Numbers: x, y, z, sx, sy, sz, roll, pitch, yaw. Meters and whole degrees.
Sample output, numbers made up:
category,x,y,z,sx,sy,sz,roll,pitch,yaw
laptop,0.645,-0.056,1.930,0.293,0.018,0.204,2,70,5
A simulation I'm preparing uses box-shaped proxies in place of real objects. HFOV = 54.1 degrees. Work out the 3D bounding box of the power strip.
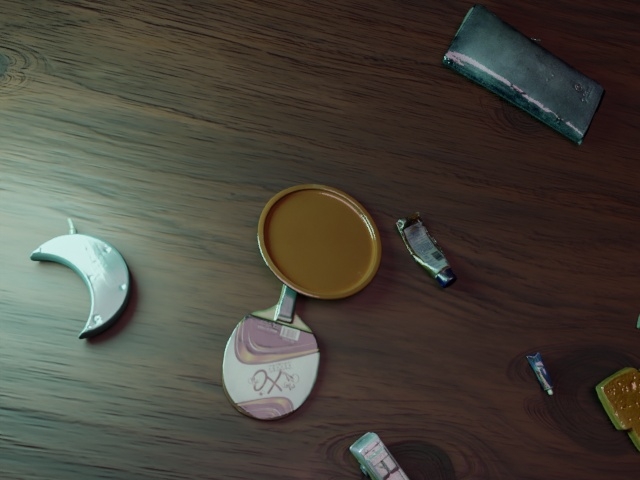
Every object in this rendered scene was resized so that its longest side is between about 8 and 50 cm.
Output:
category,x,y,z,sx,sy,sz,roll,pitch,yaw
power strip,-0.414,0.056,1.106,0.137,0.044,0.216,-30,78,-21

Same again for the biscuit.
category,x,y,z,sx,sy,sz,roll,pitch,yaw
biscuit,0.644,0.326,1.222,0.238,0.041,0.212,20,72,-3

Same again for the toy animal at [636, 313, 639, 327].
category,x,y,z,sx,sy,sz,roll,pitch,yaw
toy animal,0.724,0.097,1.329,0.216,0.041,0.075,-32,80,-16

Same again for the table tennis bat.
category,x,y,z,sx,sy,sz,roll,pitch,yaw
table tennis bat,-0.075,0.175,1.144,0.173,0.022,0.301,18,68,-6

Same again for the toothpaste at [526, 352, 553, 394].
category,x,y,z,sx,sy,sz,roll,pitch,yaw
toothpaste,0.429,0.258,1.215,0.027,0.019,0.083,-22,72,6

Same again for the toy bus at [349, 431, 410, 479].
category,x,y,z,sx,sy,sz,roll,pitch,yaw
toy bus,0.121,0.409,1.065,0.057,0.072,0.172,-34,78,-17

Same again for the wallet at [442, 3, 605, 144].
category,x,y,z,sx,sy,sz,roll,pitch,yaw
wallet,0.479,-0.391,1.464,0.378,0.046,0.191,31,68,1

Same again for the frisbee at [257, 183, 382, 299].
category,x,y,z,sx,sy,sz,roll,pitch,yaw
frisbee,0.000,0.000,1.209,0.250,0.021,0.251,9,59,-15

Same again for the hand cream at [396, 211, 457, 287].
category,x,y,z,sx,sy,sz,roll,pitch,yaw
hand cream,0.215,0.020,1.258,0.062,0.039,0.163,-25,70,-17
